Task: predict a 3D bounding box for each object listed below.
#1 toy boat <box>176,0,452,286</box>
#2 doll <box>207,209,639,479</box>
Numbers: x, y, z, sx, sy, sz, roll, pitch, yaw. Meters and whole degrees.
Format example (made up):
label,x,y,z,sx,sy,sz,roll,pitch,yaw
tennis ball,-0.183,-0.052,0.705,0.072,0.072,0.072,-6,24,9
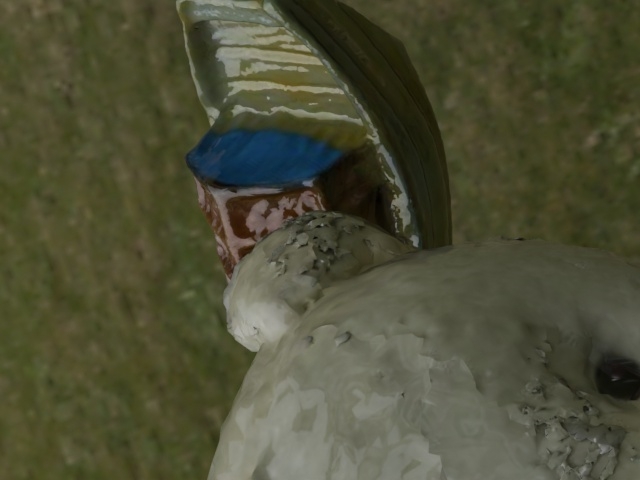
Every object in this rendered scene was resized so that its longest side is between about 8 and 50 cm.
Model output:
label,x,y,z,sx,sy,sz,roll,pitch,yaw
toy boat,0.000,0.000,0.529,0.065,0.066,0.172,14,135,34
doll,0.097,0.103,0.443,0.149,0.278,0.175,-26,49,32
